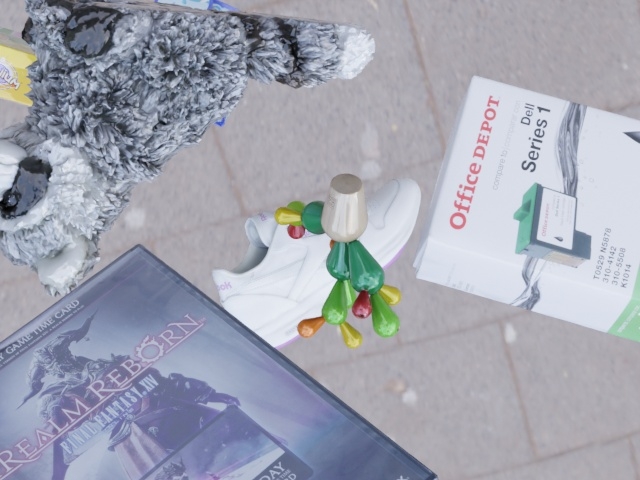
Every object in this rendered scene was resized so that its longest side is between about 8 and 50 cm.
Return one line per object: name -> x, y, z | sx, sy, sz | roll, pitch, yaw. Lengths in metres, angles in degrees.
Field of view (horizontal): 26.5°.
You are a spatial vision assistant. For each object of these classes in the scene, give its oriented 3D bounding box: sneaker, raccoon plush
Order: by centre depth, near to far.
raccoon plush -> -0.152, -0.095, 1.433 | 0.446, 0.216, 0.299 | 3, 102, -16
sneaker -> 0.000, 0.000, 1.694 | 0.305, 0.114, 0.152 | -40, 105, -20

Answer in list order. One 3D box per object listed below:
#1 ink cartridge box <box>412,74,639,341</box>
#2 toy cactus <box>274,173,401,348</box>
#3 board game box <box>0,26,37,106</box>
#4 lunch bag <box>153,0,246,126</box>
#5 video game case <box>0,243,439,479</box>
ink cartridge box -> 0.202, -0.024, 1.118 | 0.219, 0.160, 0.092 | 15, 159, 3
toy cactus -> 0.014, 0.006, 1.451 | 0.112, 0.219, 0.181 | -12, 136, -15
board game box -> -0.435, -0.236, 1.717 | 0.316, 0.242, 0.064 | 15, 100, -15
lunch bag -> -0.159, -0.241, 1.722 | 0.151, 0.129, 0.096 | 26, 157, -5
video game case -> -0.096, 0.127, 0.803 | 0.196, 0.274, 0.026 | -38, 144, -25
